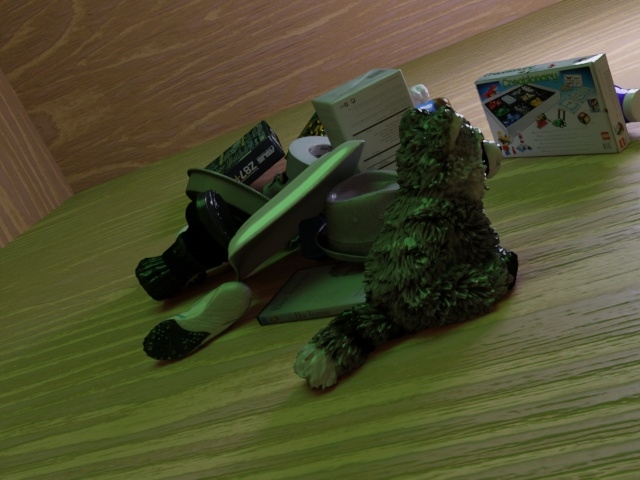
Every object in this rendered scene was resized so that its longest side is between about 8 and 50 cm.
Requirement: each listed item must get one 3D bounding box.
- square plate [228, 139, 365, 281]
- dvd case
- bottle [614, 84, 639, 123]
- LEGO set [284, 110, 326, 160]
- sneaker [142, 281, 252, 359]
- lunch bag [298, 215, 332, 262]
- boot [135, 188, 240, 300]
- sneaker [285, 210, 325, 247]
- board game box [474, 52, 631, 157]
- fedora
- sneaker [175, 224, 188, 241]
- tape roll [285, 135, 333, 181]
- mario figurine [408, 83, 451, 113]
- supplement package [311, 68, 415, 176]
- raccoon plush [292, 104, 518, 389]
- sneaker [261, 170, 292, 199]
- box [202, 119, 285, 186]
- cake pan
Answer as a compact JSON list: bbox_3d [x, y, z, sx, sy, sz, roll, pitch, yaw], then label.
[{"bbox_3d":[-0.062,-0.060,1.454,0.344,0.049,0.347,-41,-6,-10],"label":"square plate"},{"bbox_3d":[0.020,0.090,1.326,0.253,0.022,0.180,-12,23,33],"label":"dvd case"},{"bbox_3d":[0.565,-0.282,1.495,0.283,0.118,0.092,11,74,60],"label":"bottle"},{"bbox_3d":[0.031,-0.276,2.106,0.255,0.192,0.331,-57,9,-4],"label":"LEGO set"},{"bbox_3d":[-0.238,0.163,1.379,0.237,0.085,0.086,-31,-6,-8],"label":"sneaker"},{"bbox_3d":[0.000,0.000,1.481,0.067,0.098,0.065,-11,-10,33],"label":"lunch bag"},{"bbox_3d":[-0.309,0.024,1.581,0.260,0.131,0.348,-23,-18,-1],"label":"boot"},{"bbox_3d":[-0.032,-0.042,1.671,0.162,0.063,0.073,-28,15,-12],"label":"sneaker"},{"bbox_3d":[0.478,-0.273,1.464,0.053,0.193,0.305,-35,22,-26],"label":"board game box"},{"bbox_3d":[0.117,-0.060,1.361,0.275,0.124,0.243,-4,26,18],"label":"fedora"},{"bbox_3d":[-0.260,-0.048,1.922,0.146,0.102,0.293,-6,31,32],"label":"sneaker"},{"bbox_3d":[0.019,-0.202,1.848,0.219,0.072,0.219,7,31,-4],"label":"tape roll"},{"bbox_3d":[0.213,-0.269,1.770,0.321,0.198,0.170,-19,-7,-30],"label":"mario figurine"},{"bbox_3d":[0.133,-0.219,1.583,0.175,0.293,0.177,-28,20,-7],"label":"supplement package"},{"bbox_3d":[0.117,-0.008,1.046,0.446,0.299,0.216,-36,23,-29],"label":"raccoon plush"},{"bbox_3d":[-0.097,-0.153,1.971,0.100,0.108,0.271,-34,20,-20],"label":"sneaker"},{"bbox_3d":[-0.278,-0.257,2.365,0.318,0.097,0.395,-37,19,4],"label":"box"},{"bbox_3d":[-0.206,-0.083,1.715,0.293,0.293,0.054,7,69,56],"label":"cake pan"}]
